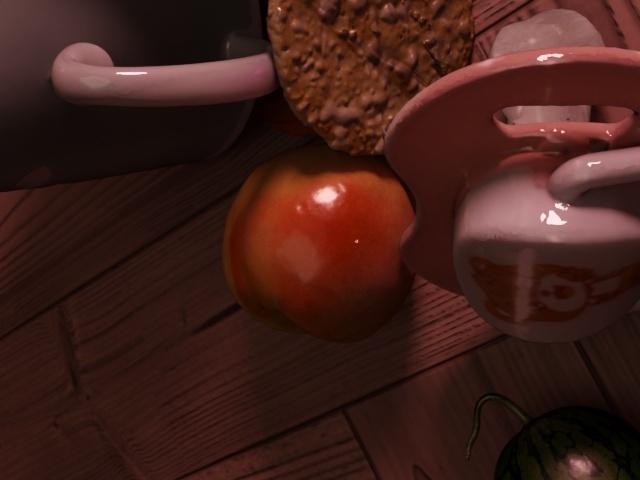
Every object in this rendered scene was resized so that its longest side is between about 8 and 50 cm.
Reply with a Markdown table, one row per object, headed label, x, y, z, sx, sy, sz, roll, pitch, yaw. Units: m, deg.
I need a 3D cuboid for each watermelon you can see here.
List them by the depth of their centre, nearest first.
| label | x | y | z | sx | sy | sz | roll | pitch | yaw |
| --- | --- | --- | --- | --- | --- | --- | --- | --- | --- |
| watermelon | 0.205 | 0.197 | 0.753 | 0.140 | 0.141 | 0.187 | -46 | 74 | 26 |

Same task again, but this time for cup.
| label | x | y | z | sx | sy | sz | roll | pitch | yaw |
| --- | --- | --- | --- | --- | --- | --- | --- | --- | --- |
| cup | -0.202 | -0.160 | 0.758 | 0.357 | 0.275 | 0.259 | 25 | 121 | 43 |

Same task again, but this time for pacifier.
| label | x | y | z | sx | sy | sz | roll | pitch | yaw |
| --- | --- | --- | --- | --- | --- | --- | --- | --- | --- |
| pacifier | 0.172 | -0.046 | 0.668 | 0.220 | 0.332 | 0.273 | -30 | 59 | -8 |

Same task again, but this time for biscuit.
| label | x | y | z | sx | sy | sz | roll | pitch | yaw |
| --- | --- | --- | --- | --- | --- | --- | --- | --- | --- |
| biscuit | 0.047 | -0.175 | 0.729 | 0.033 | 0.220 | 0.219 | 14 | 108 | 50 |

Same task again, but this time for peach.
| label | x | y | z | sx | sy | sz | roll | pitch | yaw |
| --- | --- | --- | --- | --- | --- | --- | --- | --- | --- |
| peach | 0.000 | 0.000 | 0.805 | 0.184 | 0.184 | 0.184 | 5 | 102 | 26 |

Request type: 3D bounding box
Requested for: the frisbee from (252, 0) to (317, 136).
| label | x | y | z | sx | sy | sz | roll | pitch | yaw |
| --- | --- | --- | --- | --- | --- | --- | --- | --- | --- |
| frisbee | -0.016 | -0.193 | 0.852 | 0.192 | 0.035 | 0.192 | 5 | 101 | 26 |
